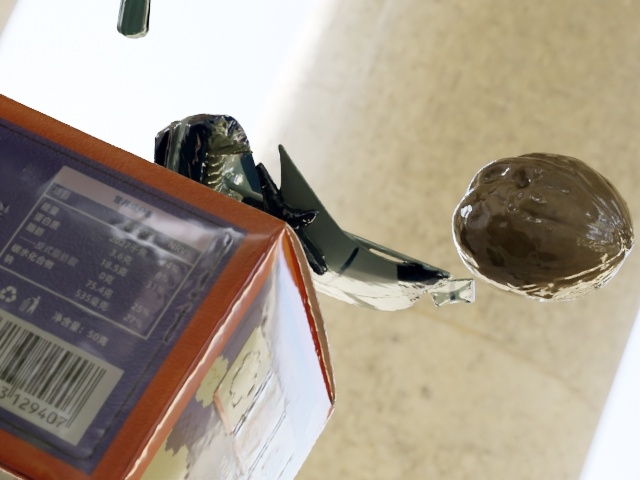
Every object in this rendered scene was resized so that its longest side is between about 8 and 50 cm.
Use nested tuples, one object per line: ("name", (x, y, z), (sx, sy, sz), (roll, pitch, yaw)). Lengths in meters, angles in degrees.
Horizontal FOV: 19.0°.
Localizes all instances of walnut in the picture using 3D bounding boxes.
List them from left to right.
("walnut", (0.199, -0.012, 1.714), (0.162, 0.140, 0.140), (1, -27, 45))

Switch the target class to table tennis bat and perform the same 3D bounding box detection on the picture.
("table tennis bat", (-0.174, -0.297, 1.866), (0.033, 0.201, 0.124), (11, 10, 31))

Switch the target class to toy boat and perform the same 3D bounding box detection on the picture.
("toy boat", (-0.019, -0.021, 1.508), (0.291, 0.070, 0.210), (6, -37, 48))

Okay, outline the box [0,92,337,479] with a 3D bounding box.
("box", (-0.203, 0.080, 1.405), (0.348, 0.257, 0.318), (24, -22, 20))
